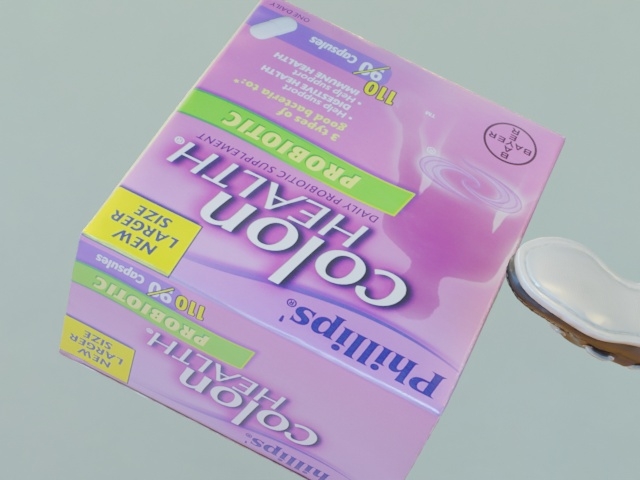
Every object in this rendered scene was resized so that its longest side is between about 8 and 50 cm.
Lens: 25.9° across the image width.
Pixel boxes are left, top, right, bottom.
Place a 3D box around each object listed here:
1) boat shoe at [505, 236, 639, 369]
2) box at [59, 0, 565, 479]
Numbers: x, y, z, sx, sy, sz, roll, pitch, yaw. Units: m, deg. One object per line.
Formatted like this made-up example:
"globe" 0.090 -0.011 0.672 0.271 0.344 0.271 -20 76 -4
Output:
"boat shoe" 0.127 0.032 0.645 0.125 0.046 0.038 15 -32 -37
"box" 0.000 0.000 0.833 0.213 0.117 0.243 27 49 5
